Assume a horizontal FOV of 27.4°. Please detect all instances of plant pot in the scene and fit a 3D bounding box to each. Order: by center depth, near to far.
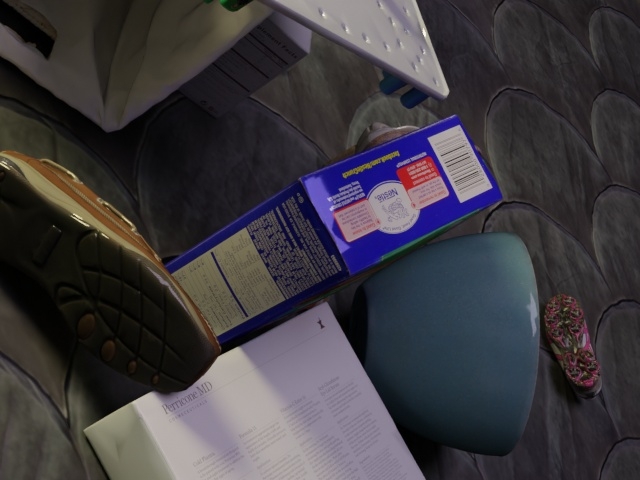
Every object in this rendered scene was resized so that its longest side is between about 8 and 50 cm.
[{"bbox_3d":[0.143,0.129,1.693,0.195,0.290,0.290,3,55,-9],"label":"plant pot"}]

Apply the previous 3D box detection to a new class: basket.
[{"bbox_3d":[-0.234,-0.368,1.498,0.328,0.331,0.266,38,38,-30],"label":"basket"}]

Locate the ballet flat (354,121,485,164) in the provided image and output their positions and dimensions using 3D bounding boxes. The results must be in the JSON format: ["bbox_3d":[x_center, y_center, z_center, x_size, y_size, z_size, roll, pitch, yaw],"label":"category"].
[{"bbox_3d":[0.109,-0.111,1.794,0.106,0.107,0.316,48,25,21],"label":"ballet flat"}]

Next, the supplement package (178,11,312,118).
[{"bbox_3d":[-0.106,-0.261,1.709,0.105,0.179,0.105,37,40,-30],"label":"supplement package"}]

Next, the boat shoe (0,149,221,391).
[{"bbox_3d":[-0.227,0.016,1.357,0.324,0.122,0.120,43,23,5],"label":"boat shoe"}]

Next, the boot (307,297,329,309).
[{"bbox_3d":[-0.047,0.015,1.689,0.085,0.059,0.158,-5,70,-48],"label":"boot"}]

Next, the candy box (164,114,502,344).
[{"bbox_3d":[0.000,0.000,1.487,0.268,0.317,0.122,-24,87,-42],"label":"candy box"}]

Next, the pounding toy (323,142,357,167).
[{"bbox_3d":[0.095,-0.061,1.891,0.181,0.094,0.206,41,39,-25],"label":"pounding toy"}]

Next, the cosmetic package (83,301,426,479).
[{"bbox_3d":[-0.050,0.255,1.465,0.377,0.097,0.284,-23,85,-55],"label":"cosmetic package"}]

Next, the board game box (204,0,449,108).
[{"bbox_3d":[-0.036,-0.353,1.408,0.390,0.050,0.390,19,47,-51],"label":"board game box"}]

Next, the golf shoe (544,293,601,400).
[{"bbox_3d":[0.411,0.176,2.155,0.086,0.067,0.186,67,11,-54],"label":"golf shoe"}]
